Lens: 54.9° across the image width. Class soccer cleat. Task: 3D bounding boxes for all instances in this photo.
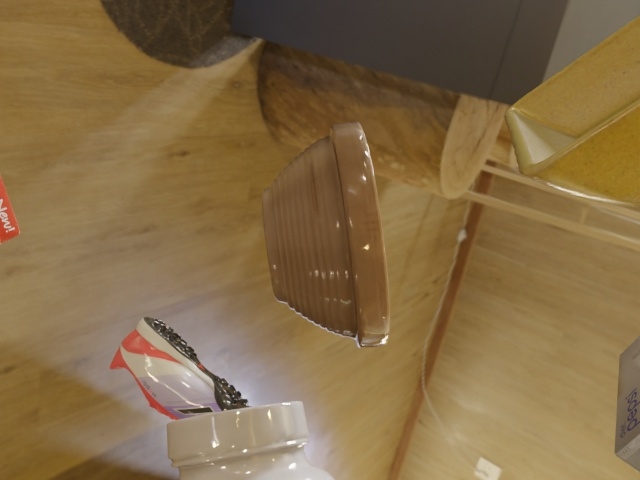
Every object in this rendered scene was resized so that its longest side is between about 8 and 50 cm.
[{"bbox_3d":[-0.224,0.272,1.062,0.116,0.318,0.108,-49,168,-4],"label":"soccer cleat"}]

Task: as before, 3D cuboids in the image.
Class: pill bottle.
[{"bbox_3d":[-0.072,0.408,0.720,0.229,0.229,0.407,20,55,-59],"label":"pill bottle"}]

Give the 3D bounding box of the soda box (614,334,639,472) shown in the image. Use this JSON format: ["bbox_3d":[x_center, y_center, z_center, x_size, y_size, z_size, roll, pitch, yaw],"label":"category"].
[{"bbox_3d":[0.528,0.243,0.954,0.286,0.091,0.098,-39,161,-56],"label":"soda box"}]

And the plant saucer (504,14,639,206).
[{"bbox_3d":[0.307,-0.146,0.457,0.333,0.081,0.332,-35,-174,22],"label":"plant saucer"}]

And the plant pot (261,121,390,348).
[{"bbox_3d":[0.000,0.000,0.648,0.237,0.110,0.237,172,-90,-89],"label":"plant pot"}]

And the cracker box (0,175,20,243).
[{"bbox_3d":[-0.301,-0.033,0.358,0.232,0.067,0.155,-56,139,-63],"label":"cracker box"}]
